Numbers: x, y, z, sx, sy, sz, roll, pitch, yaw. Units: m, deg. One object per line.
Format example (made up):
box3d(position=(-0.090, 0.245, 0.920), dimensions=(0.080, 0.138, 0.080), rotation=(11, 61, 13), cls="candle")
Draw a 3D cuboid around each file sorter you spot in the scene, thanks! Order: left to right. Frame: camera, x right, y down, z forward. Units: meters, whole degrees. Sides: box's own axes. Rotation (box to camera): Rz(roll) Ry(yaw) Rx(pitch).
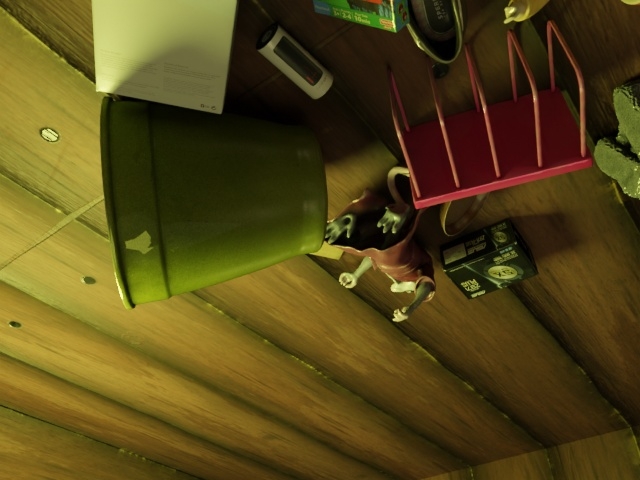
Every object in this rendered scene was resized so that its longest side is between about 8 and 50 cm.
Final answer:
box3d(position=(0.271, -0.217, 0.976), dimensions=(0.291, 0.202, 0.182), rotation=(-14, 136, 14), cls="file sorter")

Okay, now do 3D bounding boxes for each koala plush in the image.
box3d(position=(0.660, -0.178, 1.056), dimensions=(0.221, 0.203, 0.196), rotation=(-12, 140, -5), cls="koala plush")

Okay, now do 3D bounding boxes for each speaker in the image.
box3d(position=(-0.041, -0.300, 0.986), dimensions=(0.055, 0.055, 0.136), rotation=(-31, 130, 31), cls="speaker")

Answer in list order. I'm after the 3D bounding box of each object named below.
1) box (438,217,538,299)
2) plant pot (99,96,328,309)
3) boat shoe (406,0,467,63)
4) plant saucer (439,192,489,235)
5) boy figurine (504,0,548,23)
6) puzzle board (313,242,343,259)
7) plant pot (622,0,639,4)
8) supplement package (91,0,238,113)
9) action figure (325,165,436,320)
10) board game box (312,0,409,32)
box3d(position=(0.395, 0.048, 1.379), dimensions=(0.180, 0.077, 0.147), rotation=(-25, 134, 25), cls="box")
box3d(position=(-0.180, -0.077, 1.050), dimensions=(0.353, 0.366, 0.366), rotation=(-5, 140, -12), cls="plant pot")
box3d(position=(0.140, -0.403, 0.836), dimensions=(0.112, 0.095, 0.335), rotation=(-19, 136, 20), cls="boat shoe")
box3d(position=(0.295, -0.089, 1.193), dimensions=(0.168, 0.029, 0.168), rotation=(-33, 143, -30), cls="plant saucer")
box3d(position=(0.286, -0.390, 0.814), dimensions=(0.285, 0.177, 0.092), rotation=(3, -177, -26), cls="boy figurine")
box3d(position=(0.000, 0.000, 1.367), dimensions=(0.128, 0.011, 0.096), rotation=(12, 136, -15), cls="puzzle board")
box3d(position=(0.492, -0.392, 0.760), dimensions=(0.180, 0.201, 0.201), rotation=(-11, 139, -1), cls="plant pot")
box3d(position=(-0.225, -0.329, 0.874), dimensions=(0.194, 0.149, 0.203), rotation=(9, 138, -11), cls="supplement package")
box3d(position=(0.163, 0.015, 1.309), dimensions=(0.275, 0.248, 0.370), rotation=(-57, 141, -3), cls="action figure")
box3d(position=(0.040, -0.406, 0.806), dimensions=(0.160, 0.039, 0.211), rotation=(28, 151, 33), cls="board game box")
